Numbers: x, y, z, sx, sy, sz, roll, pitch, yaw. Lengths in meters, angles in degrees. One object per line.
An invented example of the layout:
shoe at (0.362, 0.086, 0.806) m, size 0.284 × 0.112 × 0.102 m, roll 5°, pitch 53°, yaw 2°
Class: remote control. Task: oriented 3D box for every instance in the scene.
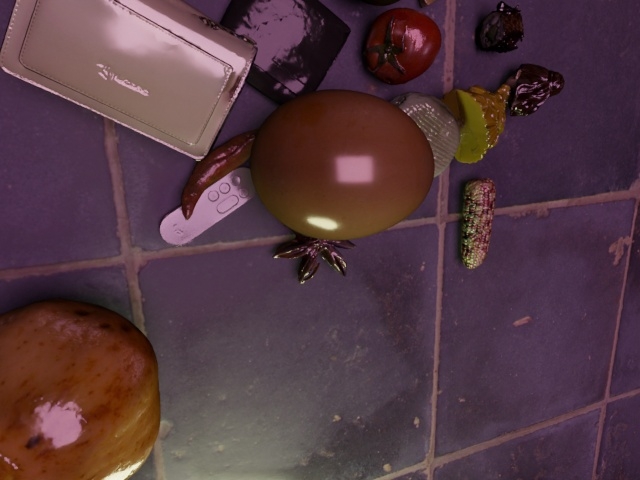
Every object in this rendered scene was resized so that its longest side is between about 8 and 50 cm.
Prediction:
remote control at (-0.241, -0.076, 1.010) m, size 0.245 × 0.022 × 0.077 m, roll -37°, pitch 113°, yaw -11°

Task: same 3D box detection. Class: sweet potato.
sweet potato at (-0.217, -0.154, 0.975) m, size 0.078 × 0.058 × 0.255 m, roll 37°, pitch 74°, yaw 18°

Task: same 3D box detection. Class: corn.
corn at (0.431, -0.046, 1.265) m, size 0.086 × 0.086 × 0.254 m, roll -7°, pitch 107°, yaw -21°

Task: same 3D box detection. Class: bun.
bun at (0.224, -0.253, 1.113) m, size 0.221 × 0.108 × 0.221 m, roll -7°, pitch 115°, yaw -16°

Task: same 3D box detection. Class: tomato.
tomato at (0.187, -0.438, 1.029) m, size 0.167 × 0.167 × 0.167 m, roll -6°, pitch 106°, yaw -21°

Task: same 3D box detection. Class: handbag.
handbag at (-0.081, -0.416, 0.956) m, size 0.246 × 0.080 × 0.223 m, roll 30°, pitch 91°, yaw -26°
handbag at (-0.323, -0.335, 0.816) m, size 0.358 × 0.160 × 0.237 m, roll 24°, pitch 115°, yaw -26°

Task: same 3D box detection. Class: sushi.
sushi at (0.446, -0.521, 1.144) m, size 0.084 × 0.094 × 0.098 m, roll -4°, pitch 89°, yaw -26°

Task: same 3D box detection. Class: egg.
egg at (0.045, -0.149, 0.935) m, size 0.373 × 0.301 × 0.301 m, roll 1°, pitch 104°, yaw -1°

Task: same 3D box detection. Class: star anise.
star anise at (0.000, 0.000, 1.099) m, size 0.236 × 0.093 × 0.229 m, roll -35°, pitch 109°, yaw -15°

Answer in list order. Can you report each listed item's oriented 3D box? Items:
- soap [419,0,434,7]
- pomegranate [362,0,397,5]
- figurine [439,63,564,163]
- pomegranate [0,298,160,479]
soap at (0.320, -0.652, 1.086) m, size 0.252 × 0.037 × 0.092 m, roll -35°, pitch 113°, yaw -10°
pomegranate at (0.144, -0.607, 0.885) m, size 0.235 × 0.302 × 0.236 m, roll 7°, pitch 74°, yaw -24°
figurine at (0.463, -0.354, 1.180) m, size 0.315 × 0.168 × 0.187 m, roll -34°, pitch 103°, yaw -21°
pomegranate at (-0.476, 0.299, 0.795) m, size 0.409 × 0.410 × 0.410 m, roll -6°, pitch 106°, yaw -21°
